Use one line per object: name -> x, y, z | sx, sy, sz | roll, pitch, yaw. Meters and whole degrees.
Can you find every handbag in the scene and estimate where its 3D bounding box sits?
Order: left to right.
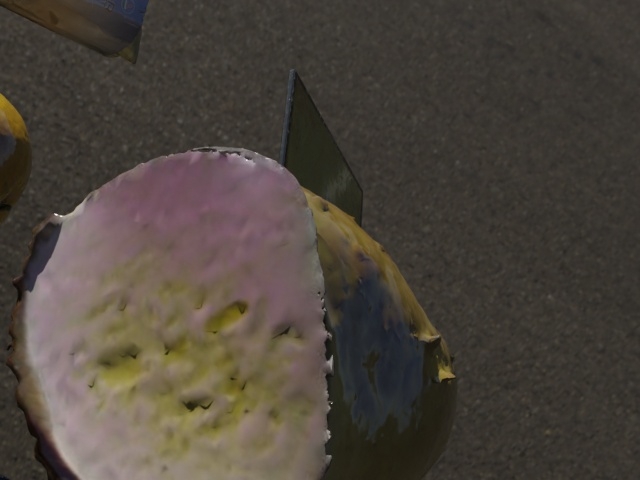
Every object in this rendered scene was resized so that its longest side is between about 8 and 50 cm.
handbag -> -0.226, -0.236, 0.823 | 0.173, 0.095, 0.117 | 25, 65, -56

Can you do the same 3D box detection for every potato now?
potato -> -0.023, 0.090, 0.573 | 0.229, 0.229, 0.266 | 56, 10, 27

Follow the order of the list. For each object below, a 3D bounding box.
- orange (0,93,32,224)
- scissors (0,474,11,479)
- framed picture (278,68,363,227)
orange -> -0.548, -0.102, 1.310 | 0.235, 0.279, 0.279 | 32, 40, -6
scissors -> -0.517, 0.320, 1.132 | 0.300, 0.022, 0.109 | 18, 74, -22
framed picture -> 0.000, 0.000, 1.108 | 0.014, 0.255, 0.339 | -10, 52, 19
